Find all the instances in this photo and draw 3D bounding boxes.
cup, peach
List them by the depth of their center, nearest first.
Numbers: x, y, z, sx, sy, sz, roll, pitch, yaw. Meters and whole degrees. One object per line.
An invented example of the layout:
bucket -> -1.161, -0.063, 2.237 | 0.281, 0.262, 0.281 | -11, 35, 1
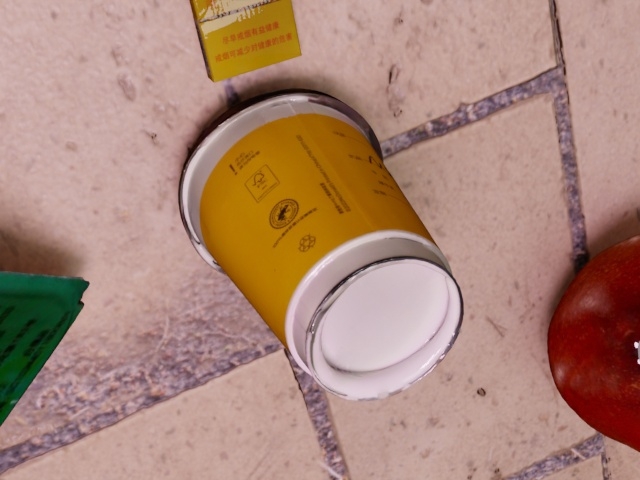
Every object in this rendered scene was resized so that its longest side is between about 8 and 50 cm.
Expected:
cup -> 0.000, 0.000, 0.895 | 0.196, 0.279, 0.196 | -12, 125, -18
peach -> 0.359, 0.113, 1.125 | 0.245, 0.248, 0.275 | -22, 139, 36

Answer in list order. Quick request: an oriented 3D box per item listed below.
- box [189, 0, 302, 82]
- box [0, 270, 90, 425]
box -> -0.072, -0.219, 0.904 | 0.087, 0.023, 0.155 | -18, 120, -12
box -> -0.357, 0.100, 0.824 | 0.264, 0.106, 0.337 | -54, 161, 7
